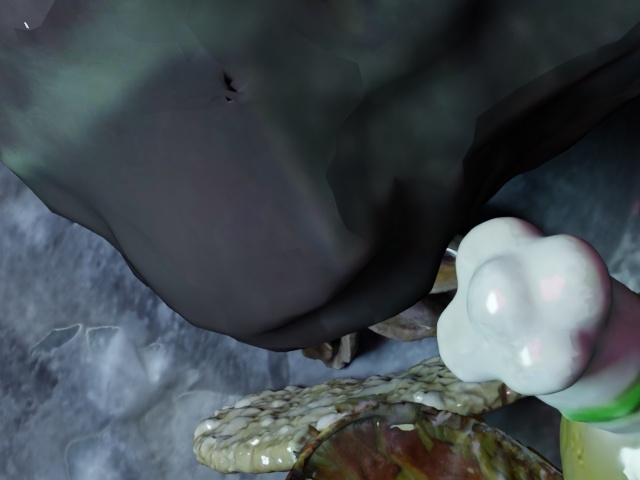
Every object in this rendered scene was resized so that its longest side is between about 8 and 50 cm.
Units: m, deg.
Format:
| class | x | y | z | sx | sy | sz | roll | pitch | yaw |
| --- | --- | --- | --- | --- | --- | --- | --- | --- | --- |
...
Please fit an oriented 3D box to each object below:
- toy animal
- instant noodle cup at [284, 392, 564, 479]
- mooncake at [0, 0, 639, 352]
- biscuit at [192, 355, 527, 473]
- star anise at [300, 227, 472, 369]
| class | x | y | z | sx | sy | sz | roll | pitch | yaw |
| --- | --- | --- | --- | --- | --- | --- | --- | --- | --- |
| toy animal | 0.180 | 0.076 | 0.481 | 0.180 | 0.363 | 0.181 | -25 | 73 | 11 |
| instant noodle cup | 0.020 | 0.283 | 0.577 | 0.266 | 0.339 | 0.340 | -41 | 64 | 32 |
| mooncake | 0.046 | -0.137 | 0.498 | 0.381 | 0.212 | 0.351 | -23 | 33 | 11 |
| biscuit | 0.016 | 0.101 | 0.695 | 0.250 | 0.133 | 0.032 | -15 | 93 | 27 |
| star anise | -0.007 | 0.009 | 0.706 | 0.197 | 0.212 | 0.073 | -31 | 35 | 42 |
